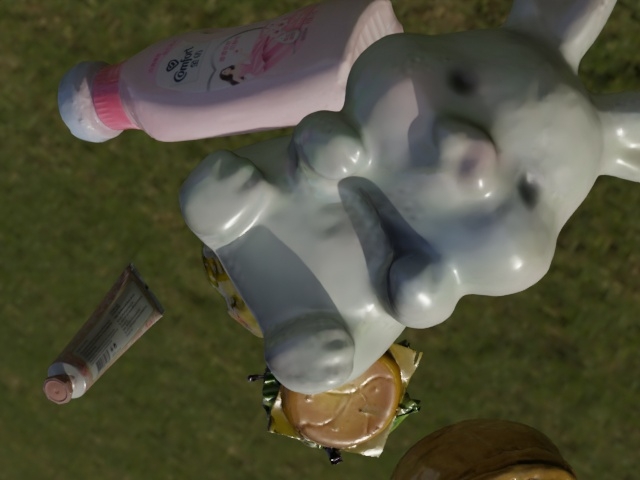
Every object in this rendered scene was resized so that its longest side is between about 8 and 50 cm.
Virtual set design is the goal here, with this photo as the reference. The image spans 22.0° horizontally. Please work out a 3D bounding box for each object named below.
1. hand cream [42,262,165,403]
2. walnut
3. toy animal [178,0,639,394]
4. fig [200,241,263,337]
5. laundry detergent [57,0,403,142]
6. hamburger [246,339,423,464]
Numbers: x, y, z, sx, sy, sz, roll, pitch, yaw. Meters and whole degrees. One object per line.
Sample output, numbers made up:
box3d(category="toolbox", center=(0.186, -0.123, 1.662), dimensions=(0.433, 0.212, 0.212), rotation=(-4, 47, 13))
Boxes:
box3d(category="hand cream", center=(-0.222, 0.098, 1.687), dimensions=(0.043, 0.209, 0.067), rotation=(-27, 104, 32))
box3d(category="walnut", center=(0.139, 0.222, 1.394), dimensions=(0.180, 0.144, 0.144), rotation=(-7, 167, -16))
box3d(category="toy animal", center=(0.092, -0.054, 1.156), dimensions=(0.196, 0.368, 0.241), rotation=(57, -162, -2))
box3d(category="fig", center=(-0.001, 0.009, 1.666), dimensions=(0.207, 0.230, 0.207), rotation=(31, 136, 35))
box3d(category="laundry detergent", center=(-0.093, -0.151, 1.519), dimensions=(0.335, 0.159, 0.088), rotation=(-6, 124, 31))
box3d(category="hamburger", center=(0.021, 0.158, 1.838), dimensions=(0.189, 0.164, 0.093), rotation=(30, -169, -17))
